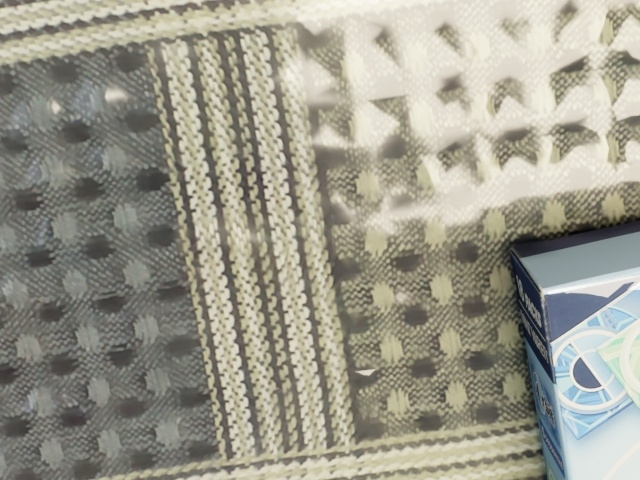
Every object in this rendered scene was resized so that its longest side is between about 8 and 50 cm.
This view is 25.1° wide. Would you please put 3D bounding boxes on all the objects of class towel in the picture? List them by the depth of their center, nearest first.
[{"bbox_3d":[0.000,0.000,0.429,0.324,0.056,0.312,-7,108,0],"label":"towel"}]

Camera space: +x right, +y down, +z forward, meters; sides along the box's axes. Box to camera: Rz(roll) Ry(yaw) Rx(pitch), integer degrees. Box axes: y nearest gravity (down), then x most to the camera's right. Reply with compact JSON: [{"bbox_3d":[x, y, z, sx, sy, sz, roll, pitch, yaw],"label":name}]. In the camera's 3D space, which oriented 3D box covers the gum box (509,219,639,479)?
[{"bbox_3d":[0.147,0.075,0.411,0.157,0.041,0.184,-12,108,-2],"label":"gum box"}]
